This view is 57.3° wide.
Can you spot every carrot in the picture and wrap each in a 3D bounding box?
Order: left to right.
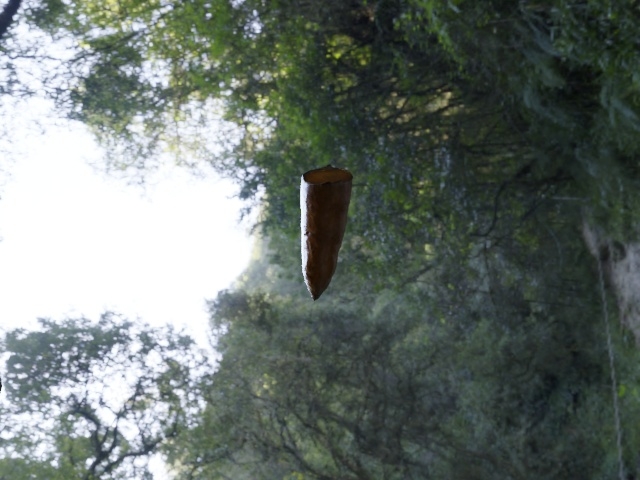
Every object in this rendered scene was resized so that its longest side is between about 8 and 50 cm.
[{"bbox_3d":[0.000,0.000,0.817,0.072,0.072,0.205,-35,-42,-54],"label":"carrot"}]

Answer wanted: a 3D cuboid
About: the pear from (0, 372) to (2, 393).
[{"bbox_3d":[-0.665,0.262,0.939,0.176,0.282,0.286,64,178,-41],"label":"pear"}]
